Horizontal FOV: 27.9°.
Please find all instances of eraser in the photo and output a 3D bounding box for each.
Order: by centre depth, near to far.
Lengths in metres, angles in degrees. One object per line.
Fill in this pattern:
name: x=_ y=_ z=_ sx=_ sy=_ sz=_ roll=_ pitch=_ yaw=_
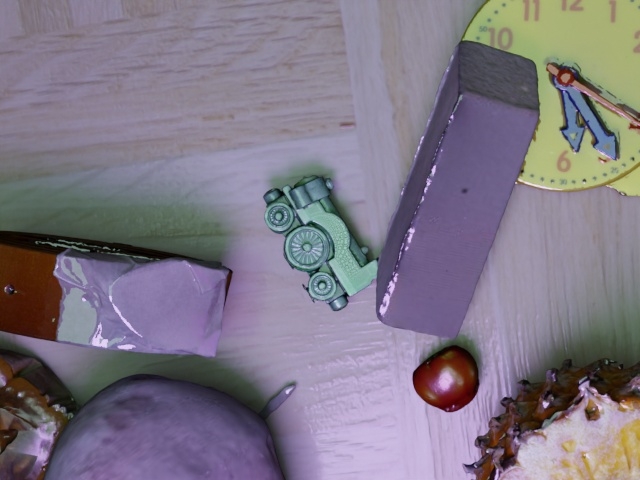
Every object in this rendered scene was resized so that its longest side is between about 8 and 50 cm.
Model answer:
eraser: x=0.163 y=-0.059 z=1.559 sx=0.111 sy=0.077 sz=0.352 roll=13 pitch=108 yaw=-17

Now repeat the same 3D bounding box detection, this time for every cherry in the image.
cherry: x=-0.197 y=0.313 z=1.569 sx=0.291 sy=0.335 sz=0.326 roll=-36 pitch=62 yaw=25

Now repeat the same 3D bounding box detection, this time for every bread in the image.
bread: x=-0.428 y=0.258 z=1.700 sx=0.192 sy=0.110 sz=0.210 roll=37 pitch=97 yaw=5

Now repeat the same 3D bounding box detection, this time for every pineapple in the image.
pineapple: x=0.336 y=0.300 z=1.477 sx=0.352 sy=0.300 sz=0.352 roll=0 pitch=92 yaw=11

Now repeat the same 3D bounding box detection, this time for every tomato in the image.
tomato: x=0.160 y=0.174 z=1.613 sx=0.087 sy=0.087 sz=0.075 roll=-34 pitch=89 yaw=9

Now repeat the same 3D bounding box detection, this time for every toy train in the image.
toy train: x=0.000 y=0.000 z=1.641 sx=0.104 sy=0.071 sz=0.178 roll=-32 pitch=88 yaw=1

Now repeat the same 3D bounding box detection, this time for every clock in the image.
clock: x=0.301 y=-0.193 z=1.581 sx=0.277 sy=0.071 sz=0.293 roll=-4 pitch=91 yaw=10

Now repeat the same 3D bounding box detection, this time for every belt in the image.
belt: x=-0.279 y=0.060 z=1.613 sx=0.338 sy=0.217 sz=0.122 roll=9 pitch=94 yaw=7
